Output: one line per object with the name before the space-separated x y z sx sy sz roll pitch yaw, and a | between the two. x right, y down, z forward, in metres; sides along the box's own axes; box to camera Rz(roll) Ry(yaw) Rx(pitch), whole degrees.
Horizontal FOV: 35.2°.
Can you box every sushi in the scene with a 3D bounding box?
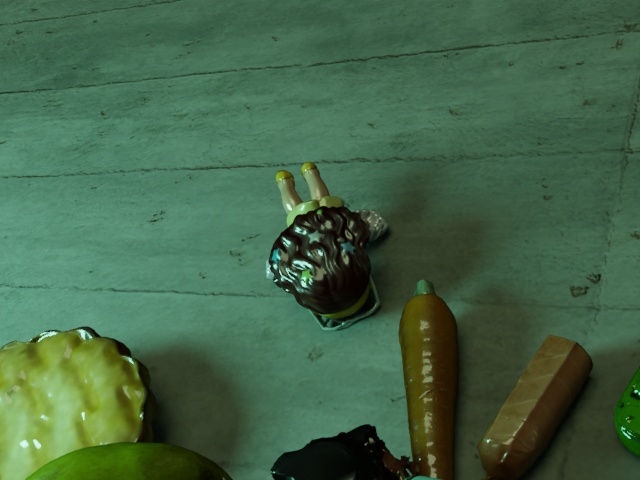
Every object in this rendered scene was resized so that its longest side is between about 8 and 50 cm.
sushi | 0.026 0.264 0.973 0.153 0.150 0.172 -5 45 24

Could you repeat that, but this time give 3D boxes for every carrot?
carrot | 0.120 0.178 1.090 0.069 0.069 0.336 -12 49 17

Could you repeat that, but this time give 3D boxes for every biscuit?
biscuit | -0.340 0.254 1.217 0.326 0.107 0.325 -13 46 14

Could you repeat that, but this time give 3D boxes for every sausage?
sausage | 0.214 0.176 1.032 0.065 0.065 0.169 16 54 39

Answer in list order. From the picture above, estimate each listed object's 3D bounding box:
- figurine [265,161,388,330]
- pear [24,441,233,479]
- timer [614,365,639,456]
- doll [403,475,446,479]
figurine | 0.000 0.001 1.287 0.175 0.115 0.240 -23 40 5
pear | -0.190 0.351 0.859 0.375 0.287 0.287 -50 40 9
timer | 0.363 0.163 0.977 0.140 0.047 0.128 18 57 39
doll | 0.102 0.290 0.891 0.059 0.159 0.158 1 80 36
